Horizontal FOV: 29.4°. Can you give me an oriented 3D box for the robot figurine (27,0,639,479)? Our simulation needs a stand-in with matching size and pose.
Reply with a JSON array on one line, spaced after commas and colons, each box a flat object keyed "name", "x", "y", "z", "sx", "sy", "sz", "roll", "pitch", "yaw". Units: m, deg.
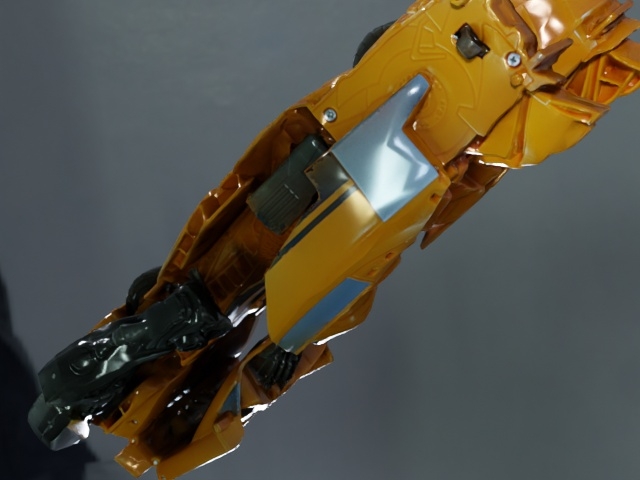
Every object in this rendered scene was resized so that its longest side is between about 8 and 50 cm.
[{"name": "robot figurine", "x": 0.000, "y": 0.000, "z": 0.512, "sx": 0.085, "sy": 0.291, "sz": 0.211, "roll": 49, "pitch": -149, "yaw": 5}]
